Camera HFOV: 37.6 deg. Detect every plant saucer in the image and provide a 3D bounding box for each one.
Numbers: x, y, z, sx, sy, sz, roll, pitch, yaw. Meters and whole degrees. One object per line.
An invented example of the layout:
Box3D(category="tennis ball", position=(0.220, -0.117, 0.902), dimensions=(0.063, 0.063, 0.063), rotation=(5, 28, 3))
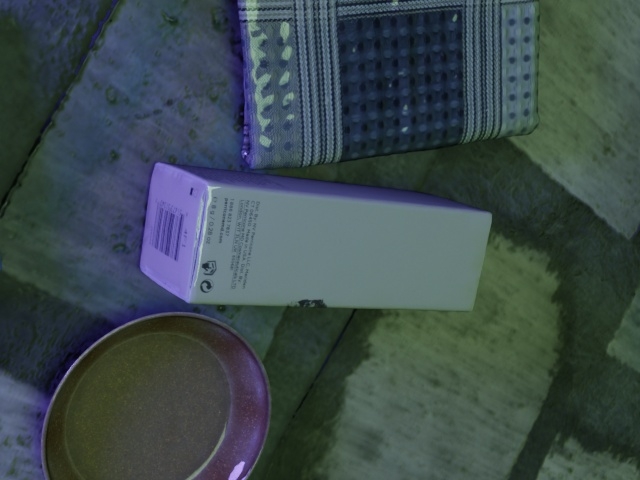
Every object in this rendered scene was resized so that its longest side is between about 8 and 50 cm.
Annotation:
Box3D(category="plant saucer", position=(-0.136, 0.150, 0.779), dimensions=(0.198, 0.036, 0.199), rotation=(-9, 107, -29))

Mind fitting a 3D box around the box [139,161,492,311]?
Box3D(category="box", position=(0.000, 0.000, 0.780), dimensions=(0.275, 0.113, 0.094), rotation=(5, 100, -31))

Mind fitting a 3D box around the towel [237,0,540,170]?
Box3D(category="towel", position=(0.062, -0.234, 0.803), dimensions=(0.312, 0.056, 0.324), rotation=(-11, 110, -26))

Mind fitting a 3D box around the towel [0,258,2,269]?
Box3D(category="towel", position=(-0.355, -0.056, 0.597), dimensions=(0.285, 0.034, 0.209), rotation=(-7, 103, -32))
